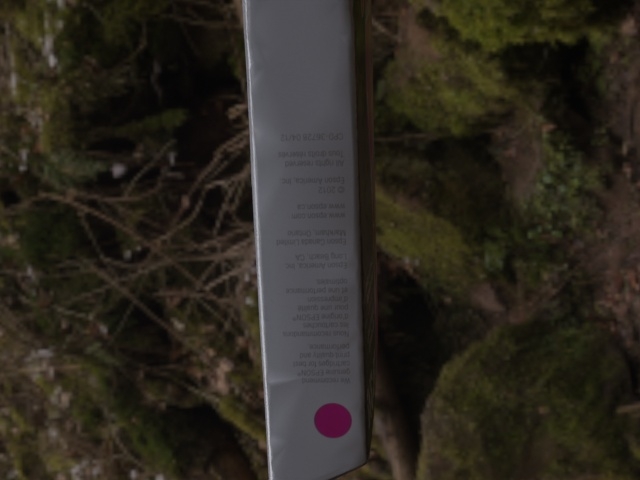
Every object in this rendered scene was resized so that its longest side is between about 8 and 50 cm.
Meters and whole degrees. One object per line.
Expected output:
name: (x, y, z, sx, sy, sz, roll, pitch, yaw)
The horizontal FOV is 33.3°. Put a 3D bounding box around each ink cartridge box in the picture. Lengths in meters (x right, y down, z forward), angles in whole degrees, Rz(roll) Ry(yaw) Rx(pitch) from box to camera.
ink cartridge box: (0.000, 0.000, 0.630, 0.176, 0.069, 0.371, -74, -15, -73)
